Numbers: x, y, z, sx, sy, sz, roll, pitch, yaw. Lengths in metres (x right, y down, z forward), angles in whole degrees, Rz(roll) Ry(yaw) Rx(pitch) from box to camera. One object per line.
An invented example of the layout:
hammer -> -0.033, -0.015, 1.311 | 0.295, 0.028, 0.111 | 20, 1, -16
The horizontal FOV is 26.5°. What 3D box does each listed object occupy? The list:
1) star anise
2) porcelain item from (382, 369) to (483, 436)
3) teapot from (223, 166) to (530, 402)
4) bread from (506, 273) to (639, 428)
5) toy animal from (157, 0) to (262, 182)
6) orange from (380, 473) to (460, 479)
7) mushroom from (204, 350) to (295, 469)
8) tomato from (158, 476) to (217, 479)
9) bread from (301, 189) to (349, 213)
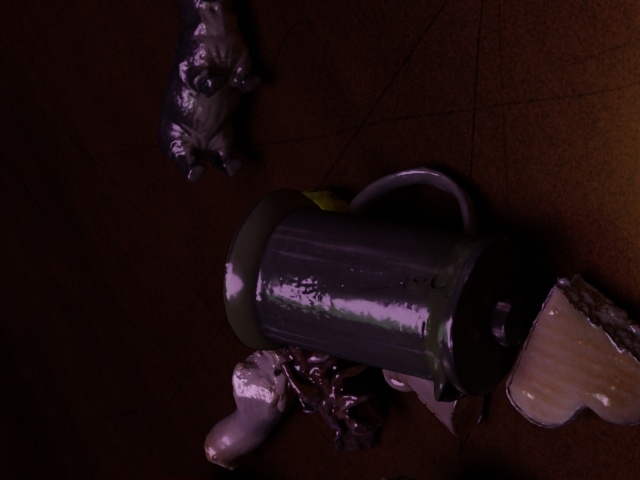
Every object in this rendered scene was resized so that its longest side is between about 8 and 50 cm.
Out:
star anise -> -0.002, 0.179, 1.820 | 0.220, 0.099, 0.214 | 52, 158, 18
porcelain item -> 0.119, 0.164, 1.722 | 0.213, 0.054, 0.084 | 35, 130, 45
teapot -> 0.089, 0.039, 1.583 | 0.337, 0.270, 0.200 | 12, 156, 33
bread -> 0.285, 0.121, 1.484 | 0.232, 0.064, 0.173 | -17, 92, 52
toy animal -> -0.152, -0.256, 1.867 | 0.168, 0.106, 0.343 | 29, 120, 51
orange -> 0.132, 0.440, 1.629 | 0.223, 0.300, 0.301 | 85, -172, -59
mushroom -> -0.100, 0.252, 2.011 | 0.099, 0.096, 0.278 | 56, 144, 23
tomato -> -0.207, 0.523, 2.104 | 0.321, 0.321, 0.322 | 24, 122, 45
bread -> 0.000, 0.000, 1.795 | 0.130, 0.071, 0.139 | 20, 113, 41
